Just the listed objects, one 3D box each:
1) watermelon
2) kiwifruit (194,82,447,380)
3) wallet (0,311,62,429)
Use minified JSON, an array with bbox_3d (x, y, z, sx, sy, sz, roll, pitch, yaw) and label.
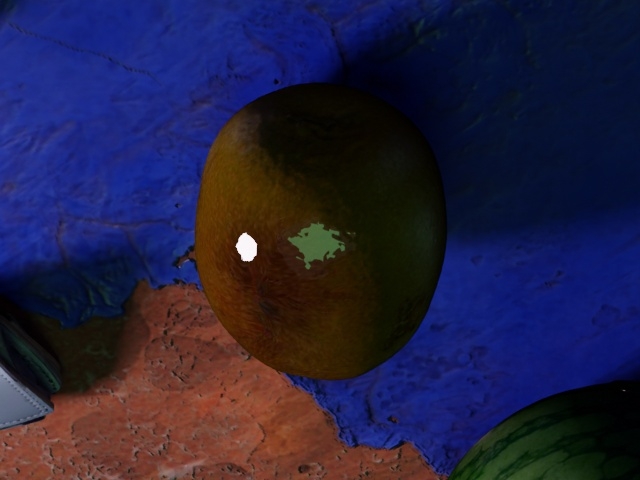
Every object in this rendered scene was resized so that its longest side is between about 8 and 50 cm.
[{"bbox_3d":[0.241,0.286,1.493,0.363,0.363,0.363,1,129,1],"label":"watermelon"},{"bbox_3d":[0.000,0.000,1.366,0.196,0.196,0.234,1,128,1],"label":"kiwifruit"},{"bbox_3d":[-0.350,0.118,1.551,0.231,0.069,0.170,-9,145,14],"label":"wallet"}]
